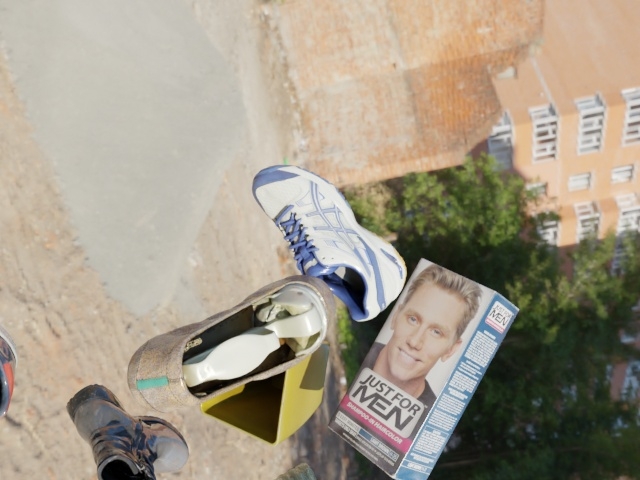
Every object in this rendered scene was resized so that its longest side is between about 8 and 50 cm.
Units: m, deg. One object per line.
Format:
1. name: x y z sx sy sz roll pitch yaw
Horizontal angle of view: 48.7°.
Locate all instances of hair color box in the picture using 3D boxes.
1. hair color box: 0.176 0.223 1.232 0.105 0.174 0.347 34 85 -45

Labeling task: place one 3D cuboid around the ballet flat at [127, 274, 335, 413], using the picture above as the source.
1. ballet flat: -0.063 0.112 0.803 0.316 0.106 0.108 -25 95 -44

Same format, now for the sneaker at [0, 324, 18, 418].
1. sneaker: -0.502 0.112 0.881 0.350 0.131 0.148 57 0 -43

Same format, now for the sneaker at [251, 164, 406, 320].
1. sneaker: 0.000 0.000 1.100 0.131 0.296 0.112 -47 174 -47

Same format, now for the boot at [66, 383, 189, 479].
1. boot: -0.340 0.430 1.348 0.223 0.118 0.338 44 -2 43

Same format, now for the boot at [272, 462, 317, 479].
1. boot: -0.061 0.424 0.856 0.095 0.203 0.262 -18 -94 54

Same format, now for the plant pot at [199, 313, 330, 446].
1. plant pot: -0.099 0.270 1.464 0.187 0.212 0.212 -1 101 -55
